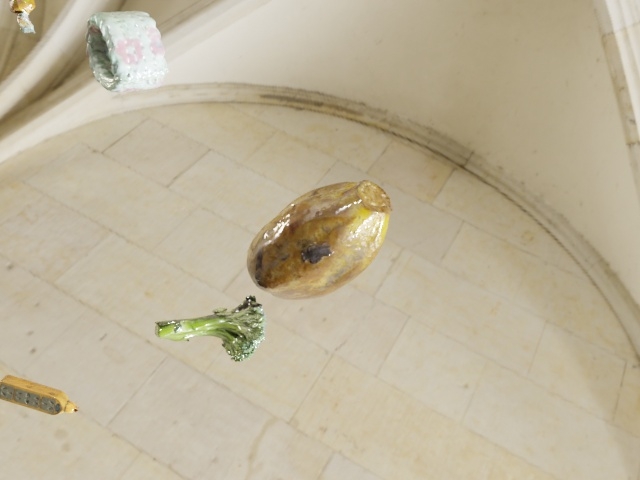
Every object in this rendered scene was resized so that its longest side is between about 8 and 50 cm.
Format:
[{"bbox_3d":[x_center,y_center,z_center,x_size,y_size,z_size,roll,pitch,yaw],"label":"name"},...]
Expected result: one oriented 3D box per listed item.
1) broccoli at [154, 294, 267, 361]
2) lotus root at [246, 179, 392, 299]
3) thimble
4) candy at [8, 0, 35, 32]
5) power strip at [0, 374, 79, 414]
[{"bbox_3d":[-0.192,0.155,1.216,0.204,0.122,0.118,3,-32,-29],"label":"broccoli"},{"bbox_3d":[-0.006,-0.007,1.240,0.291,0.193,0.193,-28,-72,29],"label":"lotus root"},{"bbox_3d":[-0.479,-0.460,1.708,0.211,0.149,0.185,56,-38,24],"label":"thimble"},{"bbox_3d":[-0.661,-0.533,1.512,0.046,0.053,0.182,-20,-95,45],"label":"candy"},{"bbox_3d":[-0.587,0.326,1.432,0.178,0.028,0.049,16,-74,1],"label":"power strip"}]
